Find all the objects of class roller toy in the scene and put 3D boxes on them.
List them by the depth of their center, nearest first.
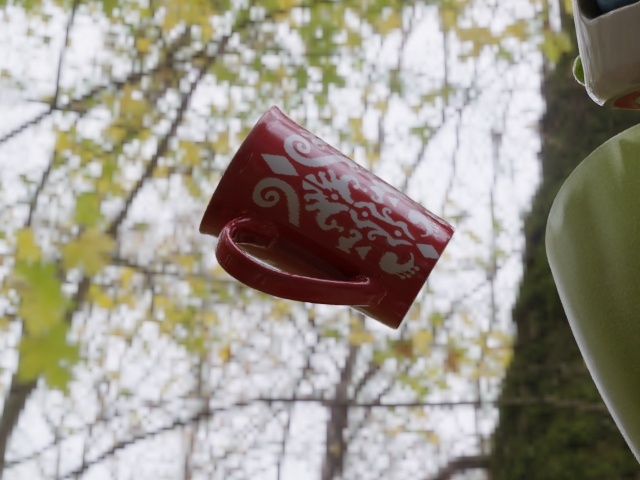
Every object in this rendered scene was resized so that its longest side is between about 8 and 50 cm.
[{"bbox_3d":[0.322,-0.204,1.514,0.209,0.146,0.191,-9,-6,7],"label":"roller toy"}]

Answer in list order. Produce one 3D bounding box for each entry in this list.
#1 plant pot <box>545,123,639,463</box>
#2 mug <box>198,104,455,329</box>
[{"bbox_3d":[0.330,0.091,1.378,0.274,0.294,0.275,0,-45,0],"label":"plant pot"},{"bbox_3d":[-0.001,0.002,1.305,0.169,0.150,0.113,30,-24,2],"label":"mug"}]
